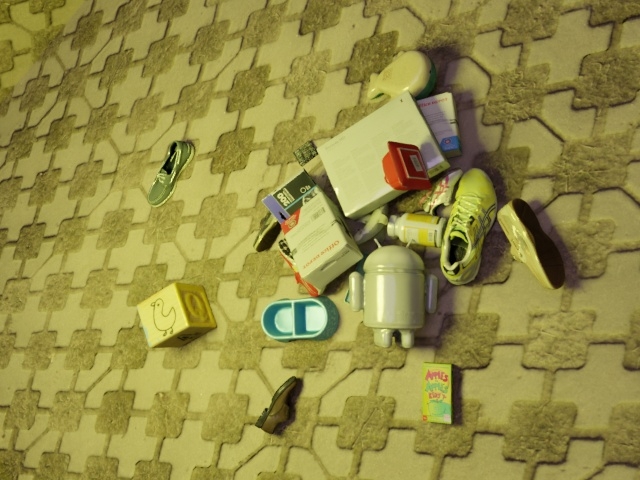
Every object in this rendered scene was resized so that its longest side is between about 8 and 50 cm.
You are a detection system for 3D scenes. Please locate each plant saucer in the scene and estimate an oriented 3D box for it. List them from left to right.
[{"bbox_3d":[0.147,0.140,1.828,0.067,0.018,0.192,21,89,25],"label":"plant saucer"}]

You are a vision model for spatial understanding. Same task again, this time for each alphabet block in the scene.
[{"bbox_3d":[-0.560,0.295,2.014,0.197,0.193,0.192,-31,72,16],"label":"alphabet block"}]

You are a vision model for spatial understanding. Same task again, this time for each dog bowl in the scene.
[{"bbox_3d":[-0.084,0.285,1.872,0.297,0.074,0.166,-7,78,22],"label":"dog bowl"}]

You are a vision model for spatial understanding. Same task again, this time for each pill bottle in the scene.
[{"bbox_3d":[0.325,-0.038,1.734,0.184,0.103,0.103,9,85,25],"label":"pill bottle"}]

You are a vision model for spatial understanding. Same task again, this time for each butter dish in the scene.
[{"bbox_3d":[0.247,-0.212,1.600,0.118,0.159,0.160,-32,68,44],"label":"butter dish"}]

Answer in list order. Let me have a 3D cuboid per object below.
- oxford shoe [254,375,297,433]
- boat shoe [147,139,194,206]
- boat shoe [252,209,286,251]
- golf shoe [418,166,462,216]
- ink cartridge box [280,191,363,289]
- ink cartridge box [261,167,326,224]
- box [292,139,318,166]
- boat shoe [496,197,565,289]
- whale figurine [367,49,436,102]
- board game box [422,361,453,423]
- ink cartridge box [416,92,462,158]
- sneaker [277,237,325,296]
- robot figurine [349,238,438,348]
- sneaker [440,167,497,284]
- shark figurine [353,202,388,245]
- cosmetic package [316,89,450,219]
[{"bbox_3d":[-0.136,0.591,1.849,0.096,0.083,0.227,32,95,6],"label":"oxford shoe"},{"bbox_3d":[-0.667,-0.291,2.214,0.116,0.099,0.319,37,96,24],"label":"boat shoe"},{"bbox_3d":[-0.196,-0.061,1.984,0.073,0.080,0.224,33,89,30],"label":"boat shoe"},{"bbox_3d":[0.418,-0.163,1.728,0.086,0.067,0.186,49,121,17],"label":"golf shoe"},{"bbox_3d":[0.000,0.000,1.769,0.197,0.114,0.273,-38,46,15],"label":"ink cartridge box"},{"bbox_3d":[-0.079,-0.125,1.899,0.208,0.045,0.206,-36,107,15],"label":"ink cartridge box"},{"bbox_3d":[-0.059,-0.338,2.001,0.083,0.018,0.067,-36,69,14],"label":"box"},{"bbox_3d":[0.645,0.020,1.594,0.098,0.109,0.302,-48,59,53],"label":"boat shoe"},{"bbox_3d":[0.294,-0.566,1.844,0.272,0.141,0.216,0,78,48],"label":"whale figurine"},{"bbox_3d":[0.376,0.486,1.652,0.092,0.043,0.181,-2,80,24],"label":"board game box"},{"bbox_3d":[0.397,-0.384,1.771,0.148,0.086,0.203,-9,77,24],"label":"ink cartridge box"},{"bbox_3d":[-0.078,0.100,1.890,0.279,0.107,0.118,51,142,35],"label":"sneaker"},{"bbox_3d":[0.240,0.169,1.678,0.299,0.200,0.354,2,83,-12],"label":"robot figurine"},{"bbox_3d":[0.476,-0.051,1.646,0.145,0.147,0.385,6,81,26],"label":"sneaker"},{"bbox_3d":[0.165,-0.015,1.808,0.278,0.116,0.166,-41,34,4],"label":"shark figurine"},{"bbox_3d":[0.205,-0.283,1.751,0.377,0.097,0.284,-29,72,21],"label":"cosmetic package"}]
